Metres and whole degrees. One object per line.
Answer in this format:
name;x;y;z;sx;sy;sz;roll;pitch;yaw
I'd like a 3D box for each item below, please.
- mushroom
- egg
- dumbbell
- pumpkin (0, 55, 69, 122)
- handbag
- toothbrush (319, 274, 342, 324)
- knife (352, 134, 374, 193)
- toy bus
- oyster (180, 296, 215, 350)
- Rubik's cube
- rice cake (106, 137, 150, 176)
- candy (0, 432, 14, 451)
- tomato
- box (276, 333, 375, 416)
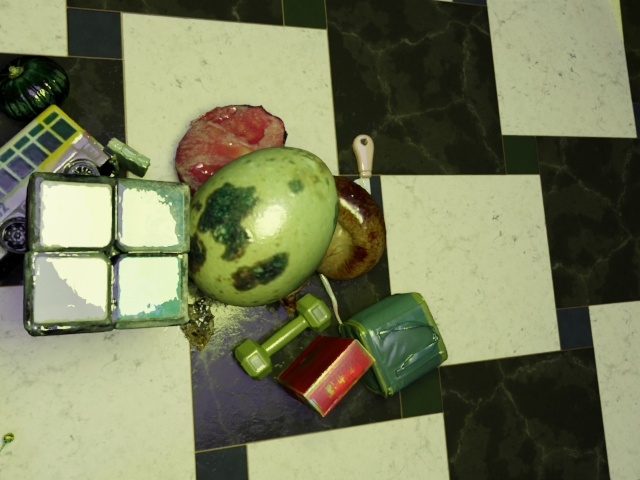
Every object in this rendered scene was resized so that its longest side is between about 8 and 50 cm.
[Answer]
mushroom;-0.007;-0.019;1.508;0.356;0.334;0.331;-22;78;-45
egg;-0.140;-0.034;1.275;0.428;0.345;0.345;-41;97;6
dumbbell;-0.105;0.281;1.547;0.302;0.108;0.121;-35;94;-18
pumpkin;-0.766;-0.404;1.387;0.202;0.140;0.202;-7;53;10
handbag;0.219;0.308;1.586;0.241;0.222;0.263;-23;94;-18
toothbrush;0.034;0.180;1.649;0.027;0.021;0.269;-27;92;-31
knife;0.138;-0.180;1.719;0.081;0.043;0.336;0;85;-12
toy bus;-0.753;-0.112;1.337;0.249;0.209;0.440;43;73;-9
oyster;-0.349;0.243;1.506;0.103;0.051;0.148;-17;99;-12
Rubik's cube;-0.476;0.030;1.162;0.318;0.316;0.313;1;87;-30
rice cake;-0.521;-0.222;1.424;0.124;0.211;0.038;30;79;-13
candy;-0.812;0.532;1.342;0.023;0.025;0.083;24;85;15
tomato;-0.252;-0.236;1.537;0.290;0.176;0.335;21;77;7
box;0.005;0.364;1.463;0.197;0.313;0.089;-44;97;-17
